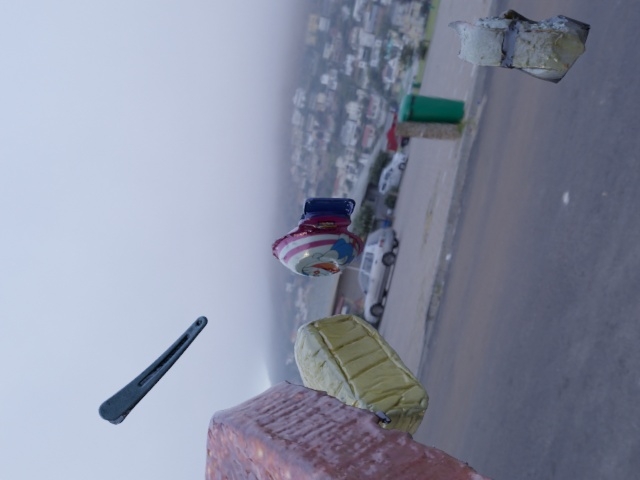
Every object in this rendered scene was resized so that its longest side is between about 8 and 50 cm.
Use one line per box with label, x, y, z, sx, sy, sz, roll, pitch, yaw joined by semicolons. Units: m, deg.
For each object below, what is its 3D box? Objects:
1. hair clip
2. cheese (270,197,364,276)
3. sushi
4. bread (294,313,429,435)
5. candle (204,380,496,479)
hair clip;-0.333;0.256;1.222;0.275;0.048;0.083;-48;-13;-23
cheese;0.000;0.000;0.956;0.244;0.155;0.062;107;161;-61
sushi;0.386;-0.393;1.207;0.109;0.273;0.134;-66;-9;-53
bread;0.056;0.216;0.928;0.236;0.140;0.106;47;134;45
candle;0.006;0.244;0.447;0.132;0.287;0.317;-11;-25;-44
